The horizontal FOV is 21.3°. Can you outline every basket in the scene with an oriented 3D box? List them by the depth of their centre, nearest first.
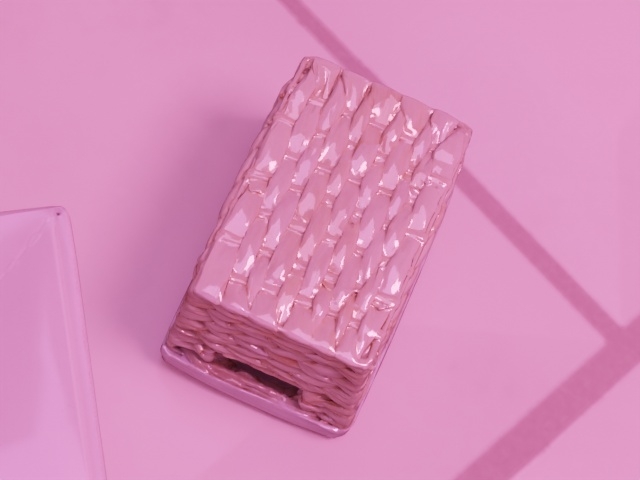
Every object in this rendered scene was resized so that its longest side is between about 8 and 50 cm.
[{"bbox_3d":[0.000,0.000,0.898,0.113,0.103,0.167,24,65,2],"label":"basket"}]

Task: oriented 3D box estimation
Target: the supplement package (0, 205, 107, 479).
[{"bbox_3d":[-0.178,0.129,0.713,0.177,0.293,0.175,-8,68,-10],"label":"supplement package"}]
